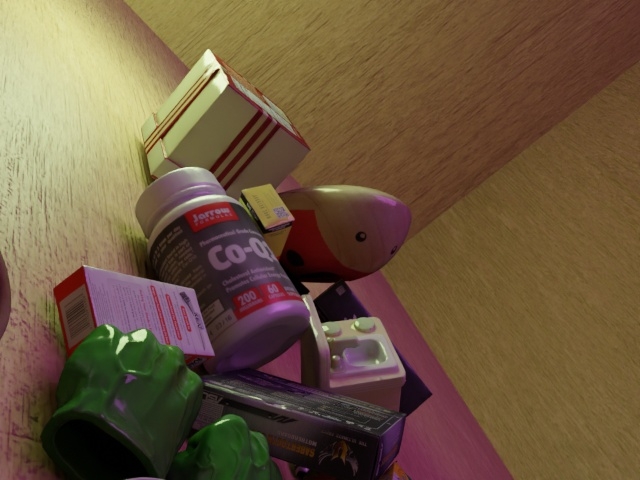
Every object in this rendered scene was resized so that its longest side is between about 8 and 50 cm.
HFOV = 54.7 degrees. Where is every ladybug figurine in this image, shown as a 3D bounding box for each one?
[{"bbox_3d":[0.000,0.000,1.359,0.305,0.449,0.162,17,72,-34],"label":"ladybug figurine"}]

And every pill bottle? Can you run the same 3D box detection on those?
[{"bbox_3d":[-0.150,0.038,0.893,0.283,0.161,0.161,55,9,25],"label":"pill bottle"}]

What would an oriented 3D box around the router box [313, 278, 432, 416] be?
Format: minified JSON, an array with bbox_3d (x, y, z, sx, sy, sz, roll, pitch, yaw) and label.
[{"bbox_3d":[0.096,0.241,1.390,0.309,0.081,0.243,52,-11,3],"label":"router box"}]

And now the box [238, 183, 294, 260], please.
[{"bbox_3d":[-0.114,0.019,1.034,0.058,0.232,0.087,-16,57,-33],"label":"box"}]

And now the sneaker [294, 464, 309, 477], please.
[{"bbox_3d":[-0.003,0.335,0.881,0.109,0.040,0.044,43,28,-28],"label":"sneaker"}]

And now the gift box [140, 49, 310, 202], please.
[{"bbox_3d":[-0.190,-0.175,1.246,0.276,0.258,0.255,37,14,-31],"label":"gift box"}]

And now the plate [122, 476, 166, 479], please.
[{"bbox_3d":[-0.122,0.260,0.419,0.188,0.024,0.188,38,36,-35],"label":"plate"}]

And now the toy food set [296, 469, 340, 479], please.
[{"bbox_3d":[0.000,0.305,0.753,0.071,0.128,0.218,29,3,22],"label":"toy food set"}]

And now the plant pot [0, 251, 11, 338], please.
[{"bbox_3d":[-0.307,0.012,0.338,0.237,0.109,0.237,49,8,-10],"label":"plant pot"}]

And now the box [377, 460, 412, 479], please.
[{"bbox_3d":[0.077,0.378,0.860,0.043,0.105,0.179,46,8,4],"label":"box"}]

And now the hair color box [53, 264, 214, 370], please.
[{"bbox_3d":[-0.198,0.091,0.673,0.167,0.053,0.093,22,39,-56],"label":"hair color box"}]

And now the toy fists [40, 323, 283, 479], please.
[{"bbox_3d":[-0.129,0.198,0.569,0.279,0.096,0.142,50,21,-18],"label":"toy fists"}]

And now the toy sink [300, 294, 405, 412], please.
[{"bbox_3d":[0.046,0.208,0.947,0.153,0.131,0.234,-115,-158,-60],"label":"toy sink"}]

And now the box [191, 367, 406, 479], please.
[{"bbox_3d":[-0.026,0.213,0.738,0.230,0.056,0.183,12,-5,17],"label":"box"}]

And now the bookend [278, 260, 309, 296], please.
[{"bbox_3d":[-0.076,0.123,1.244,0.157,0.072,0.156,47,11,-36],"label":"bookend"}]
